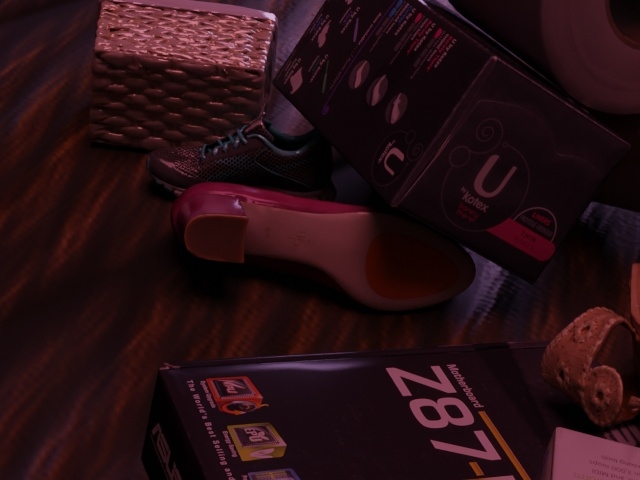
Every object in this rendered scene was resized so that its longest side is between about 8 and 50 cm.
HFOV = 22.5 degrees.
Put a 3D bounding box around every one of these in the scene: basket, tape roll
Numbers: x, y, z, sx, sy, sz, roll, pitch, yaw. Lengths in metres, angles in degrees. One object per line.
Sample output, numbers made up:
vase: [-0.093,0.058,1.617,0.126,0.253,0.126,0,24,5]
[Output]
basket: [-0.127,-0.145,1.452,0.167,0.113,0.103,7,36,-2]
tape roll: [0.232,-0.245,1.295,0.246,0.246,0.169,-11,35,-27]

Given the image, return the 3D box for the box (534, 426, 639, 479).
box: [0.215,0.238,0.814,0.232,0.058,0.322,14,34,2]

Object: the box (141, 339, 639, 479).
box: [0.096,0.214,0.953,0.318,0.097,0.395,0,33,-22]

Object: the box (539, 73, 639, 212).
box: [0.342,-0.095,1.362,0.311,0.121,0.148,15,61,40]

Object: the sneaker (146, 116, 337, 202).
sneaker: [-0.066,-0.074,1.386,0.166,0.076,0.065,4,32,-7]

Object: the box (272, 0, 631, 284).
box: [0.100,-0.106,1.334,0.165,0.143,0.270,27,13,-32]

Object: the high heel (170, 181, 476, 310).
high heel: [0.000,0.000,1.306,0.244,0.082,0.117,4,14,-9]

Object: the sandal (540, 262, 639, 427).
sandal: [0.185,0.082,1.056,0.079,0.088,0.240,-1,21,13]
